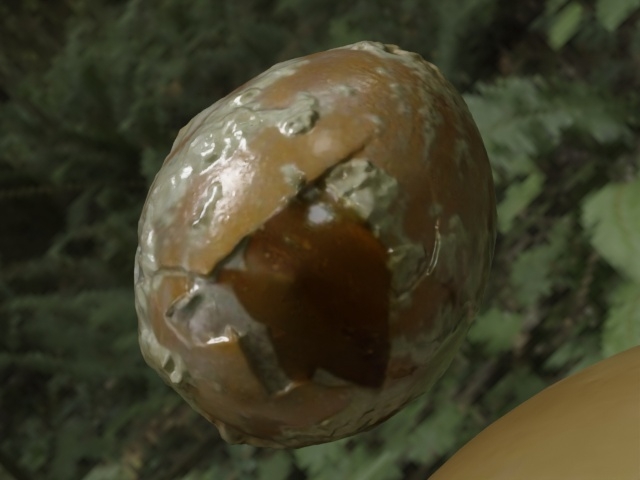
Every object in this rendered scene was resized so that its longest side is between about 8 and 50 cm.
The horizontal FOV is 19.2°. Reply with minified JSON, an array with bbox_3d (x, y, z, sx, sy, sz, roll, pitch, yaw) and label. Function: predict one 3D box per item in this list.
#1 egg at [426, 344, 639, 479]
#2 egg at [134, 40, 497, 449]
[{"bbox_3d":[0.156,0.163,0.476,0.374,0.301,0.301,-17,24,47],"label":"egg"},{"bbox_3d":[0.000,0.000,1.017,0.233,0.195,0.195,-53,8,-14],"label":"egg"}]
